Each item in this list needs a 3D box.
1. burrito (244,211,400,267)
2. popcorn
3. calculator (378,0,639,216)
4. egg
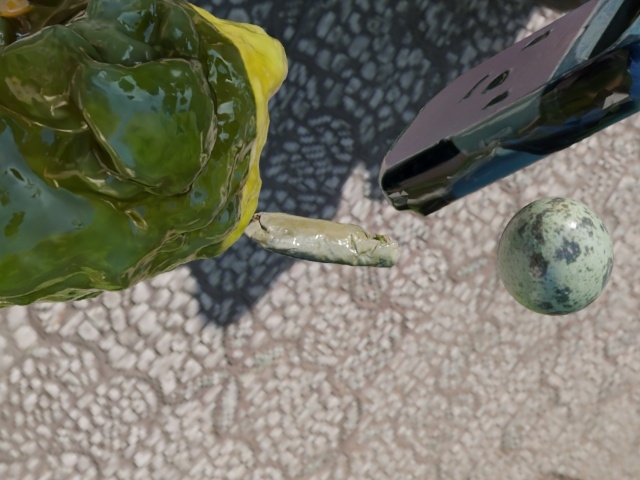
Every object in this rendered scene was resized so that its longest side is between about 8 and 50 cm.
[{"bbox_3d":[0.000,-0.002,1.321,0.188,0.058,0.045,7,118,-13],"label":"burrito"},{"bbox_3d":[-0.194,-0.059,0.893,0.334,0.292,0.293,-40,118,19],"label":"popcorn"},{"bbox_3d":[0.158,-0.107,0.802,0.293,0.051,0.173,-27,-162,46],"label":"calculator"},{"bbox_3d":[0.269,0.015,1.294,0.132,0.132,0.172,-45,156,-12],"label":"egg"}]
